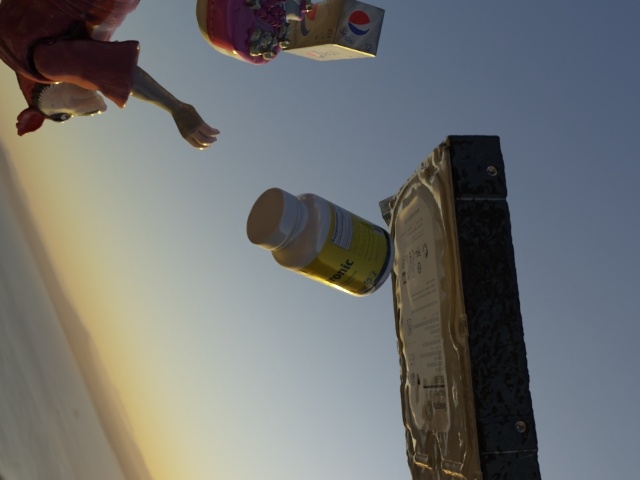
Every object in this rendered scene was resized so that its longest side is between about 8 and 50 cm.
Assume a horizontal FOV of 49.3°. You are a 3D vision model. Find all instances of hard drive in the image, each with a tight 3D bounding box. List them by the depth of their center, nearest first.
[{"bbox_3d":[0.135,0.088,0.731,0.237,0.064,0.338,124,-37,-75],"label":"hard drive"}]

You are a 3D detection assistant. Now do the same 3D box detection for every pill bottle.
[{"bbox_3d":[0.000,0.000,0.566,0.065,0.116,0.065,-29,-131,40],"label":"pill bottle"}]

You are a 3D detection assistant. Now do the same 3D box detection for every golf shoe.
[{"bbox_3d":[-0.090,-0.263,0.730,0.306,0.140,0.115,-70,168,-59],"label":"golf shoe"}]

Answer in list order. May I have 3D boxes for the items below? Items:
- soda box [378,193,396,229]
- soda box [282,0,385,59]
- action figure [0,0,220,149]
[{"bbox_3d":[0.197,-0.070,1.223,0.063,0.183,0.058,59,12,-29],"label":"soda box"},{"bbox_3d":[0.017,-0.419,1.397,0.286,0.098,0.091,-151,-109,-66],"label":"soda box"},{"bbox_3d":[-0.204,-0.238,0.612,0.370,0.276,0.248,-52,-121,22],"label":"action figure"}]
